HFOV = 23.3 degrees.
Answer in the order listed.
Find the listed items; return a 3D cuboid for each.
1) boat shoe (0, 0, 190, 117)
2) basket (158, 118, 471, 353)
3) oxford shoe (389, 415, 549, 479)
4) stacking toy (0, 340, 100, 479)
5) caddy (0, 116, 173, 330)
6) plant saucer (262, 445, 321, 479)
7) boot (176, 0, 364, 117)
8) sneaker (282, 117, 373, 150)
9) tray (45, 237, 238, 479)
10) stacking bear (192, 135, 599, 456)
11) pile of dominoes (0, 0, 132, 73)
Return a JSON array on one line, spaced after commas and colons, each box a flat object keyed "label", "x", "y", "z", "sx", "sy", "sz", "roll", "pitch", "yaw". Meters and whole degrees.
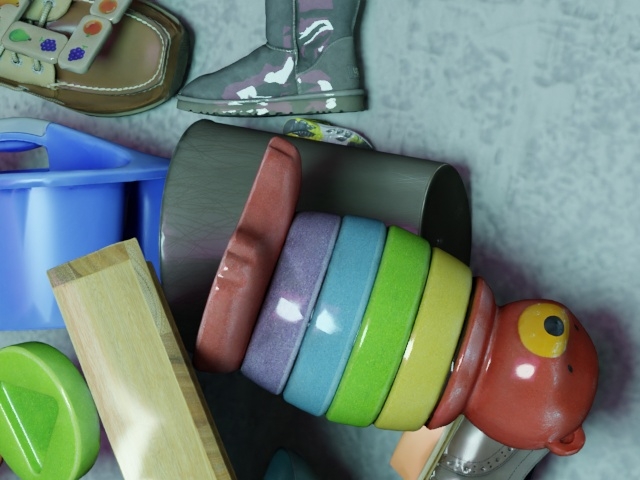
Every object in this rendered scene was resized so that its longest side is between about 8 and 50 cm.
[{"label": "boat shoe", "x": -0.280, "y": -0.190, "z": 1.467, "sx": 0.324, "sy": 0.120, "sz": 0.122, "roll": 12, "pitch": 95, "yaw": 28}, {"label": "basket", "x": 0.000, "y": 0.000, "z": 1.303, "sx": 0.227, "sy": 0.154, "sz": 0.204, "roll": 2, "pitch": 87, "yaw": 24}, {"label": "oxford shoe", "x": 0.096, "y": 0.268, "z": 1.261, "sx": 0.133, "sy": 0.130, "sz": 0.364, "roll": 25, "pitch": 105, "yaw": 14}, {"label": "stacking toy", "x": -0.222, "y": 0.219, "z": 1.408, "sx": 0.279, "sy": 0.130, "sz": 0.309, "roll": -35, "pitch": 81, "yaw": 44}, {"label": "caddy", "x": -0.270, "y": -0.021, "z": 1.393, "sx": 0.341, "sy": 0.241, "sz": 0.179, "roll": -1, "pitch": 95, "yaw": 29}, {"label": "plant saucer", "x": -0.029, "y": 0.327, "z": 1.258, "sx": 0.043, "sy": 0.317, "sz": 0.317, "roll": 8, "pitch": 93, "yaw": -8}, {"label": "boot", "x": -0.040, "y": -0.213, "z": 1.366, "sx": 0.189, "sy": 0.076, "sz": 0.208, "roll": -2, "pitch": 95, "yaw": 14}, {"label": "sneaker", "x": 0.010, "y": -0.091, "z": 1.363, "sx": 0.083, "sy": 0.035, "sz": 0.031, "roll": 22, "pitch": 109, "yaw": 5}, {"label": "tray", "x": -0.125, "y": 0.149, "z": 1.234, "sx": 0.076, "sy": 0.411, "sz": 0.203, "roll": -22, "pitch": 78, "yaw": -7}, {"label": "stacking bear", "x": 0.066, "y": 0.068, "z": 1.143, "sx": 0.289, "sy": 0.175, "sz": 0.164, "roll": 19, "pitch": 135, "yaw": 0}, {"label": "pile of dominoes", "x": -0.243, "y": -0.282, "z": 1.414, "sx": 0.196, "sy": 0.040, "sz": 0.251, "roll": 18, "pitch": 63, "yaw": 17}]
